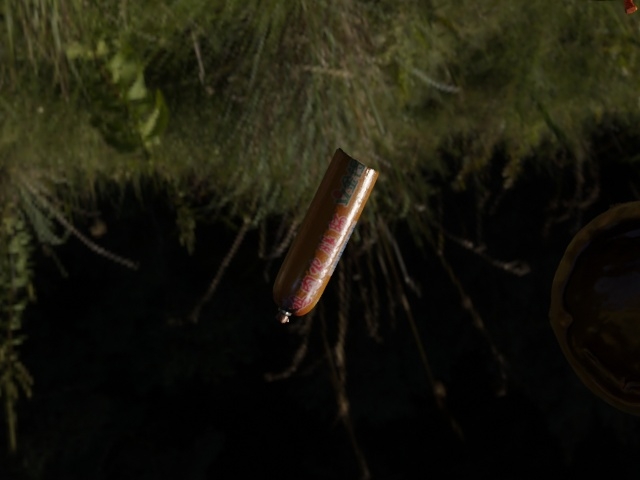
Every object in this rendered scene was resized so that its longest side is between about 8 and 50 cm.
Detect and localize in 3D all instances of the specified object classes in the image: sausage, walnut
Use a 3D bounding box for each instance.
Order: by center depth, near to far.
[{"bbox_3d":[0.000,0.000,0.705,0.031,0.031,0.107,25,91,-42],"label":"sausage"},{"bbox_3d":[0.268,0.047,0.891,0.087,0.167,0.211,-13,-176,-28],"label":"walnut"}]

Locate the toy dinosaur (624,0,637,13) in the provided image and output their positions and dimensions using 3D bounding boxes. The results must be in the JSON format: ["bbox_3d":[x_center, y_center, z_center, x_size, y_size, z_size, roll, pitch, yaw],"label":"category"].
[{"bbox_3d":[0.417,-0.342,1.539,0.279,0.102,0.055,16,158,-33],"label":"toy dinosaur"}]
